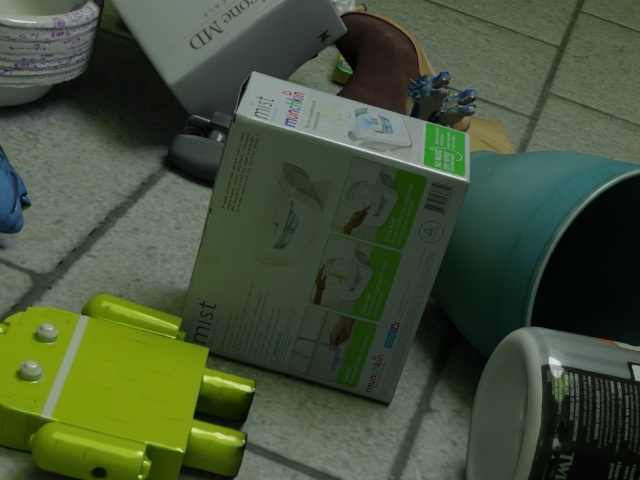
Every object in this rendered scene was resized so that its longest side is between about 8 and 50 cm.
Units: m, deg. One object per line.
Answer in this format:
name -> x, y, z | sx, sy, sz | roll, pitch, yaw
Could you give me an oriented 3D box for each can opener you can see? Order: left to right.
can opener -> -0.048, -0.076, 1.685 | 0.283, 0.076, 0.095 | 21, 60, 7

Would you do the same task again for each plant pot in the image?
plant pot -> 0.237, 0.023, 1.468 | 0.271, 0.272, 0.255 | -4, 19, -35

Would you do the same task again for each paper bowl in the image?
paper bowl -> -0.423, -0.271, 1.717 | 0.284, 0.148, 0.284 | 13, 28, -7

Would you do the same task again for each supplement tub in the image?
supplement tub -> 0.307, 0.197, 1.238 | 0.316, 0.193, 0.193 | 12, 28, -11

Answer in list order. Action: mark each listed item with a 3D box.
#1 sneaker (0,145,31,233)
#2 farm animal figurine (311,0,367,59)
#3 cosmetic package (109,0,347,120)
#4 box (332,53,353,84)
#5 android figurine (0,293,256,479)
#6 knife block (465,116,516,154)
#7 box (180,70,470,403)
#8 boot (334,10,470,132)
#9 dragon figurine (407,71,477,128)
sneaker -> -0.361, -0.063, 1.484 | 0.082, 0.069, 0.209 | 41, 7, -29
farm animal figurine -> -0.140, -0.341, 1.936 | 0.172, 0.330, 0.327 | -19, 73, -52
cosmetic package -> -0.191, -0.391, 1.764 | 0.453, 0.230, 0.161 | 54, 1, 23
box -> 0.080, -0.271, 2.111 | 0.105, 0.043, 0.179 | 18, 26, 1
android figurine -> -0.195, 0.132, 1.223 | 0.273, 0.056, 0.248 | 17, 28, -4
knife block -> 0.131, -0.114, 1.809 | 0.242, 0.088, 0.276 | 10, 29, -13
box -> 0.000, 0.000, 1.347 | 0.231, 0.262, 0.127 | 15, 27, -1
boot -> 0.055, -0.192, 1.717 | 0.207, 0.090, 0.248 | -23, 61, -43
dragon figurine -> 0.069, -0.061, 1.486 | 0.085, 0.289, 0.144 | 24, 45, -26
